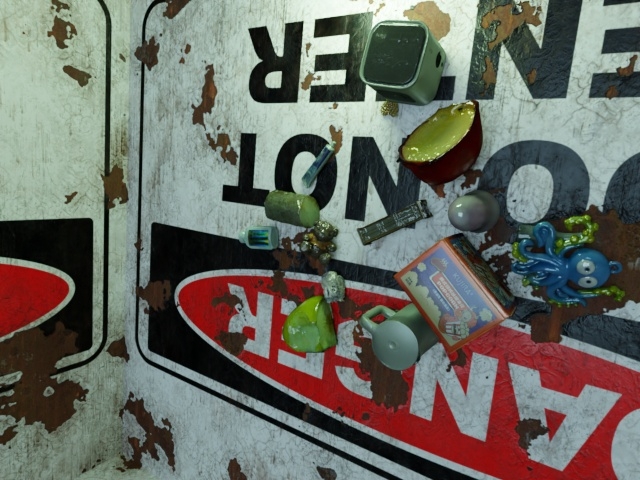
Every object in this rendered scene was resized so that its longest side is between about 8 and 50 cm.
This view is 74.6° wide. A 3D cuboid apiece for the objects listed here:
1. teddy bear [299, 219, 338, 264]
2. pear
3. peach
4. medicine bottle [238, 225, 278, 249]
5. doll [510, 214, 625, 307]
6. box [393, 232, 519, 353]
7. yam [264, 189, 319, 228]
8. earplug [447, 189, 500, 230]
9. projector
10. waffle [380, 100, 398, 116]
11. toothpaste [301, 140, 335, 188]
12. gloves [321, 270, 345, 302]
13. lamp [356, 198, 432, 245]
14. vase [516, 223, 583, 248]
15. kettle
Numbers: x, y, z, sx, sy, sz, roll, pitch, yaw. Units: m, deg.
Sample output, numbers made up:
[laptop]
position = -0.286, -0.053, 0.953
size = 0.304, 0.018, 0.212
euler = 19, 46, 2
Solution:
[teddy bear]
position = 0.000, 0.000, 2.031
size = 0.177, 0.140, 0.190
euler = 26, 101, -2
[pear]
position = -0.078, 0.430, 2.088
size = 0.281, 0.176, 0.287
euler = -12, 87, 34
[peach]
position = 0.498, -0.366, 1.640
size = 0.361, 0.201, 0.258
euler = -45, 40, 13
[medicine bottle]
position = -0.336, -0.017, 2.255
size = 0.228, 0.083, 0.121
euler = 2, 98, 31
[doll]
position = 0.852, 0.092, 1.470
size = 0.341, 0.099, 0.346
euler = -8, 109, 29
[box]
position = 0.524, 0.181, 1.598
size = 0.257, 0.318, 0.349
euler = -42, 72, 26
[yam]
position = -0.149, -0.160, 2.085
size = 0.267, 0.161, 0.161
euler = 14, 102, 32
[earplug]
position = 0.555, -0.104, 1.561
size = 0.172, 0.301, 0.173
euler = 3, 96, 31
[projector]
position = 0.330, -0.698, 1.670
size = 0.248, 0.249, 0.249
euler = 19, 101, 29
[waffle]
position = 0.302, -0.578, 1.842
size = 0.085, 0.016, 0.078
euler = 5, 93, 31
[toothpaste]
position = -0.008, -0.373, 2.042
size = 0.069, 0.047, 0.268
euler = 43, 119, 7
[gloves]
position = 0.064, 0.224, 2.024
size = 0.114, 0.070, 0.153
euler = -12, 79, 8
[lamp]
position = 0.319, -0.076, 1.838
size = 0.325, 0.090, 0.089
euler = -25, 82, 32
[vase]
position = 0.834, -0.009, 1.529
size = 0.214, 0.086, 0.086
euler = 6, 98, 27
[kettle]
position = 0.344, 0.362, 1.729
size = 0.205, 0.318, 0.265
euler = -36, 77, 31
